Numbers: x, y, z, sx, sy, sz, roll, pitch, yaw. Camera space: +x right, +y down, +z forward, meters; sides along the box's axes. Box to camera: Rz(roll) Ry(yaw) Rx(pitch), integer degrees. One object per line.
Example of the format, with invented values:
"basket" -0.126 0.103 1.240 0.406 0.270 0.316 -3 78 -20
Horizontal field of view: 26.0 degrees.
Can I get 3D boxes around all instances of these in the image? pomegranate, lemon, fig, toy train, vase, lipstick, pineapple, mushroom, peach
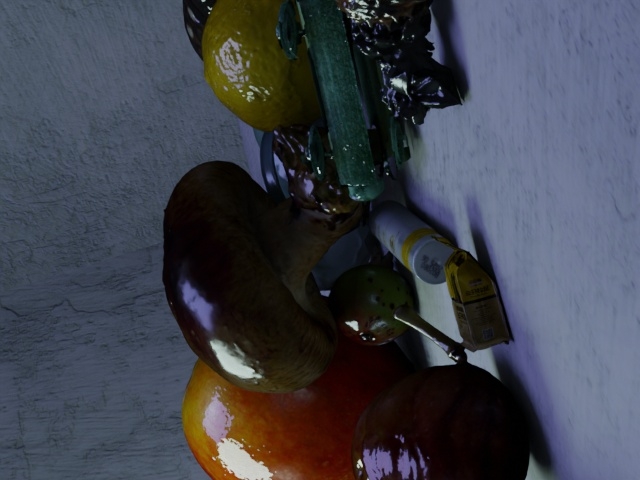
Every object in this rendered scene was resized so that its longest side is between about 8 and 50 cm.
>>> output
"pomegranate" 0.069 0.083 2.042 0.159 0.129 0.129 -114 9 -52
"lemon" -0.059 -0.251 1.868 0.260 0.204 0.204 90 162 -58
"fig" 0.152 0.204 1.569 0.186 0.249 0.204 42 142 -22
"toy train" 0.042 -0.202 1.644 0.189 0.126 0.307 -61 -37 -52
"vase" 0.000 0.000 2.350 0.360 0.165 0.165 -162 54 -87
"lipstick" 0.112 -0.001 1.727 0.264 0.059 0.059 -132 25 -75
"pineapple" 0.072 -0.208 1.315 0.237 0.111 0.119 66 -148 -43
"mushroom" -0.066 0.012 1.914 0.331 0.356 0.334 42 180 38
"peach" -0.017 0.261 2.194 0.388 0.388 0.388 162 90 -84

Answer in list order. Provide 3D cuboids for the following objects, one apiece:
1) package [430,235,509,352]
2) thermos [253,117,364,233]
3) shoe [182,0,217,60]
"package" 0.161 0.052 1.491 0.071 0.047 0.131 -161 55 -86
"thermos" -0.028 -0.139 2.103 0.145 0.182 0.286 -23 83 39
"shoe" -0.157 -0.431 2.398 0.237 0.171 0.384 -109 12 -52
